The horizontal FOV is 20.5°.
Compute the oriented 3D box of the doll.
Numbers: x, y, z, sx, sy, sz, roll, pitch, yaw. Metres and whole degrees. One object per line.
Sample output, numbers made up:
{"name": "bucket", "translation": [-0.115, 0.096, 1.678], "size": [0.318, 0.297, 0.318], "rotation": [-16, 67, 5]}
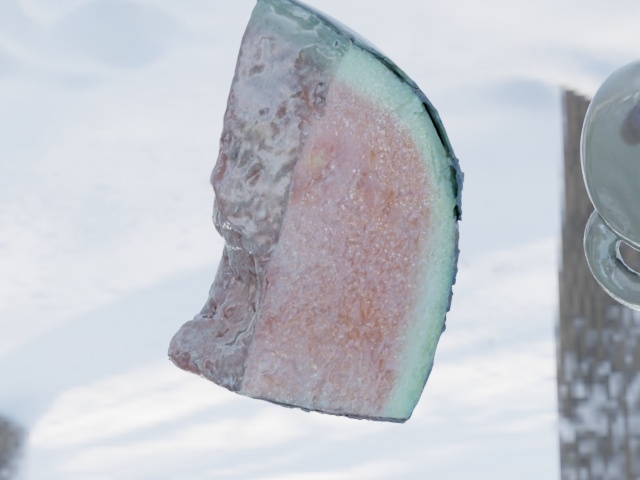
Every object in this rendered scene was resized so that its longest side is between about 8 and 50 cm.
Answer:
{"name": "doll", "translation": [0.413, -0.118, 1.760], "size": [0.370, 0.215, 0.226], "rotation": [-38, 163, -23]}

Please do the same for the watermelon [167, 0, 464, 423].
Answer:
{"name": "watermelon", "translation": [0.000, 0.000, 1.141], "size": [0.148, 0.318, 0.226], "rotation": [24, -136, 28]}
